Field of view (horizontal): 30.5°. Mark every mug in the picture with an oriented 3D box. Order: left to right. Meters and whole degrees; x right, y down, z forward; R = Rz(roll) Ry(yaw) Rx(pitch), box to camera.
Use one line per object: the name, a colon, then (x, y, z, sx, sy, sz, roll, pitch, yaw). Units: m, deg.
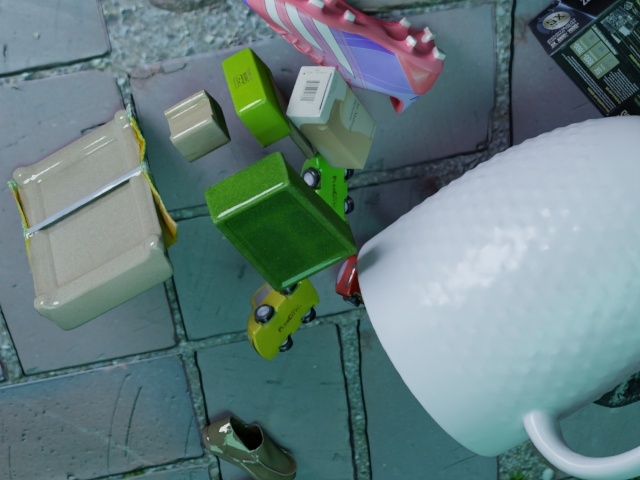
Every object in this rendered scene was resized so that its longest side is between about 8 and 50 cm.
mug: (0.263, 0.067, 1.210, 0.328, 0.374, 0.276, -35, 143, 21)

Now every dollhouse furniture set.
dollhouse furniture set: (-0.147, -0.030, 1.216, 0.301, 0.197, 0.151, -27, 144, 12)

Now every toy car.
toy car: (0.000, 0.000, 1.317, 0.239, 0.053, 0.225, -18, 116, -41)

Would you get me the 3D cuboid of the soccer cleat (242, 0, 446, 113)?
soccer cleat: (0.012, -0.202, 1.180, 0.248, 0.083, 0.095, 18, 125, -27)

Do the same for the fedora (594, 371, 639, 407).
fedora: (0.378, 0.085, 1.428, 0.334, 0.152, 0.334, -6, 127, -8)

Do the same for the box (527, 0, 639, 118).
box: (0.336, -0.205, 1.247, 0.147, 0.077, 0.180, -40, 124, 18)

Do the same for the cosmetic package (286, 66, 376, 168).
cosmetic package: (0.013, -0.125, 1.211, 0.041, 0.060, 0.115, 6, 160, 29)

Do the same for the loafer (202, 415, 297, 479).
loafer: (-0.084, 0.273, 1.526, 0.148, 0.056, 0.050, 29, 122, -29)
